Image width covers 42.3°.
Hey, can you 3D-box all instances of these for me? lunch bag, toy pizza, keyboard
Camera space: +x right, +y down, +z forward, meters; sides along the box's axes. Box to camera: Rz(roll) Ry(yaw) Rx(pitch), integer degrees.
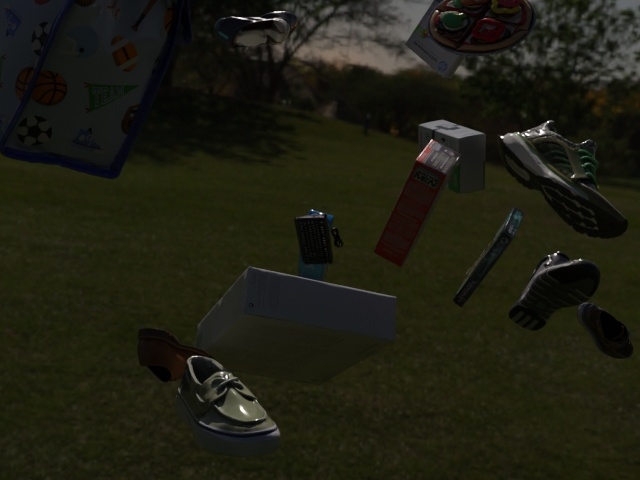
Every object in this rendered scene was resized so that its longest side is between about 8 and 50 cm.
[{"bbox_3d":[-0.371,-0.340,1.250,0.239,0.385,0.328,9,23,-48],"label":"lunch bag"},{"bbox_3d":[0.299,-0.418,1.546,0.201,0.032,0.201,-7,51,8],"label":"toy pizza"},{"bbox_3d":[0.000,0.000,2.004,0.108,0.180,0.023,-6,52,3],"label":"keyboard"}]

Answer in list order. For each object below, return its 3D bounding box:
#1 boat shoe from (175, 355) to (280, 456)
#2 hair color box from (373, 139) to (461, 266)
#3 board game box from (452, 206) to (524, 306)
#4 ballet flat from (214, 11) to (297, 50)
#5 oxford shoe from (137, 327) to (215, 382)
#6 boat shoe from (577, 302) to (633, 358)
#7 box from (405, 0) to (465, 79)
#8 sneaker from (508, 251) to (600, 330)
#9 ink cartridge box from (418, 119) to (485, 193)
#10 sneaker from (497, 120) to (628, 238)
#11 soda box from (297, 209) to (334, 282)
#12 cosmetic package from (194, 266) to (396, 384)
[{"bbox_3d":[-0.155,0.250,1.267,0.109,0.094,0.302,-2,6,-30],"label":"boat shoe"},{"bbox_3d":[0.142,-0.054,1.219,0.053,0.167,0.093,29,33,8],"label":"hair color box"},{"bbox_3d":[0.327,0.033,1.610,0.026,0.186,0.126,33,33,5],"label":"board game box"},{"bbox_3d":[-0.116,-0.417,1.662,0.203,0.074,0.074,-15,21,-37],"label":"ballet flat"},{"bbox_3d":[-0.255,0.216,1.445,0.076,0.076,0.212,-6,-23,26],"label":"oxford shoe"},{"bbox_3d":[0.637,0.207,1.815,0.183,0.066,0.066,38,-13,-25],"label":"boat shoe"},{"bbox_3d":[0.306,-0.502,1.966,0.038,0.186,0.145,-5,46,-52],"label":"box"},{"bbox_3d":[0.406,0.056,1.409,0.086,0.132,0.228,34,-32,-2],"label":"sneaker"},{"bbox_3d":[0.346,-0.226,2.201,0.087,0.153,0.208,-12,21,-20],"label":"ink cartridge box"},{"bbox_3d":[0.596,-0.170,1.949,0.410,0.182,0.158,52,-3,41],"label":"sneaker"},{"bbox_3d":[-0.013,0.024,2.145,0.067,0.210,0.071,16,45,10],"label":"soda box"},{"bbox_3d":[-0.063,0.178,1.587,0.284,0.097,0.377,15,-26,-17],"label":"cosmetic package"}]
